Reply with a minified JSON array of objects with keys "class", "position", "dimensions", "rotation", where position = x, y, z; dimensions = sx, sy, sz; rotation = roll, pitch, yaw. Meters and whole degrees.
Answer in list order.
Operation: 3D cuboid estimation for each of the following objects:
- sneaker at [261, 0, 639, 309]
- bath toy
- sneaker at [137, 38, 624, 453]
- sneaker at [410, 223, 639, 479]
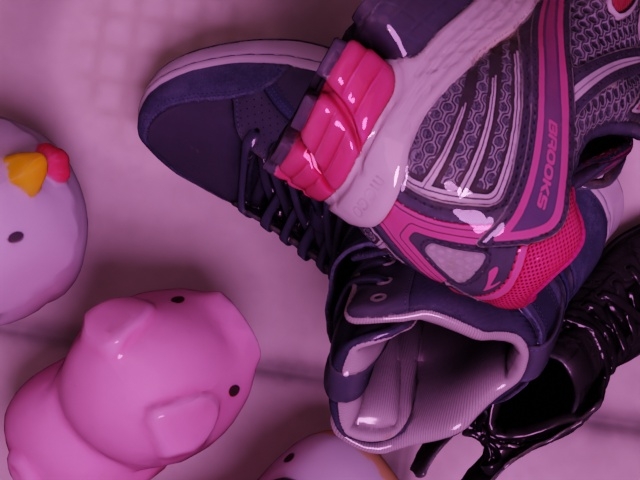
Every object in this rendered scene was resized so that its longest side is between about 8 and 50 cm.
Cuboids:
[{"class":"sneaker","position":[0.093,-0.077,0.712],"dimensions":[0.112,0.299,0.121],"rotation":[38,137,4]},{"class":"bath toy","position":[-0.076,0.086,0.782],"dimensions":[0.151,0.129,0.348],"rotation":[-38,87,4]},{"class":"sneaker","position":[0.001,-0.001,0.748],"dimensions":[0.226,0.163,0.086],"rotation":[15,133,15]},{"class":"sneaker","position":[0.113,0.053,0.783],"dimensions":[0.170,0.089,0.051],"rotation":[-37,95,5]}]
